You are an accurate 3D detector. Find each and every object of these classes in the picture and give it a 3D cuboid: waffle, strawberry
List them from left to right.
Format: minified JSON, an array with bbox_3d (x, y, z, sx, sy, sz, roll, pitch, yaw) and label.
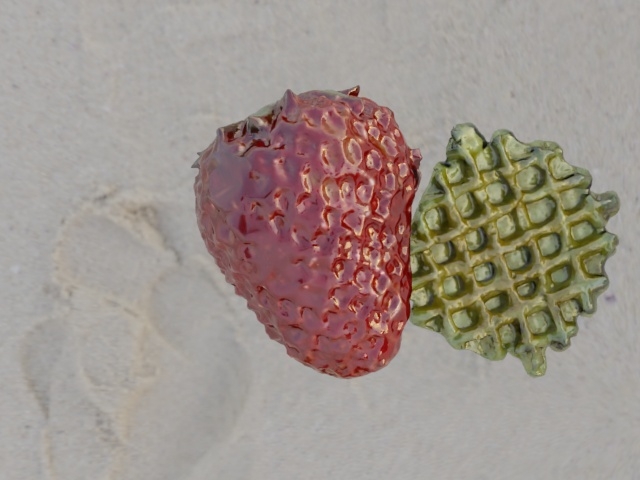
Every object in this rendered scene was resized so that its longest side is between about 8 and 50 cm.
[{"bbox_3d":[0.000,0.000,1.043,0.205,0.205,0.244,-21,88,12],"label":"strawberry"},{"bbox_3d":[0.183,0.007,1.158,0.204,0.054,0.223,24,84,-6],"label":"waffle"}]
